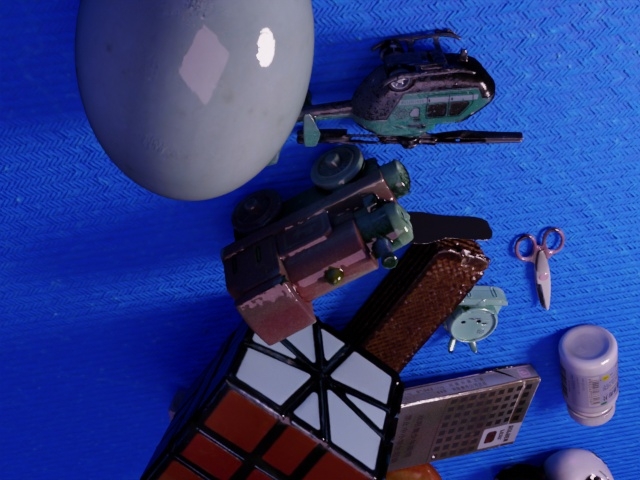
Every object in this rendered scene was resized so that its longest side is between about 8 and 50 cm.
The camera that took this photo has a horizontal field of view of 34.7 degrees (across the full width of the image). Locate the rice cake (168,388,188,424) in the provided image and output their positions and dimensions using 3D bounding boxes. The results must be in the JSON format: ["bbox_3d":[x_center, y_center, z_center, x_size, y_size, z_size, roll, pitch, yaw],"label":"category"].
[{"bbox_3d":[-0.121,0.346,1.836,0.364,0.073,0.056,22,126,-28],"label":"rice cake"}]

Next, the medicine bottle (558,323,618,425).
[{"bbox_3d":[0.489,0.248,1.865,0.102,0.103,0.187,-15,131,1],"label":"medicine bottle"}]

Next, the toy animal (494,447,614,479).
[{"bbox_3d":[0.475,0.514,2.052,0.235,0.165,0.187,-14,115,3],"label":"toy animal"}]

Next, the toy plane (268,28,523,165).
[{"bbox_3d":[0.087,-0.183,1.395,0.381,0.106,0.155,-8,130,-4],"label":"toy plane"}]

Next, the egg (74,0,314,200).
[{"bbox_3d":[-0.146,-0.221,1.197,0.276,0.276,0.389,3,130,-15],"label":"egg"}]

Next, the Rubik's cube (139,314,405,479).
[{"bbox_3d":[-0.068,0.300,1.613,0.293,0.288,0.283,38,116,-6],"label":"Rubik's cube"}]

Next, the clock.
[{"bbox_3d":[0.258,0.136,1.756,0.101,0.041,0.135,0,130,-13],"label":"clock"}]

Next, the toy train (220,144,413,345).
[{"bbox_3d":[0.000,0.000,1.459,0.304,0.221,0.150,-28,129,11],"label":"toy train"}]

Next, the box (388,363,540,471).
[{"bbox_3d":[0.234,0.326,1.864,0.324,0.047,0.180,-7,130,-25],"label":"box"}]

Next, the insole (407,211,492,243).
[{"bbox_3d":[0.183,-0.019,1.593,0.188,0.064,0.004,1,143,-20],"label":"insole"}]

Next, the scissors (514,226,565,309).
[{"bbox_3d":[0.372,0.051,1.720,0.085,0.022,0.176,-16,129,0],"label":"scissors"}]

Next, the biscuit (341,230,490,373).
[{"bbox_3d":[0.126,0.134,1.706,0.107,0.073,0.388,19,125,-28],"label":"biscuit"}]

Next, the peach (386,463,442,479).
[{"bbox_3d":[0.140,0.527,1.948,0.214,0.236,0.214,-2,138,-2],"label":"peach"}]
